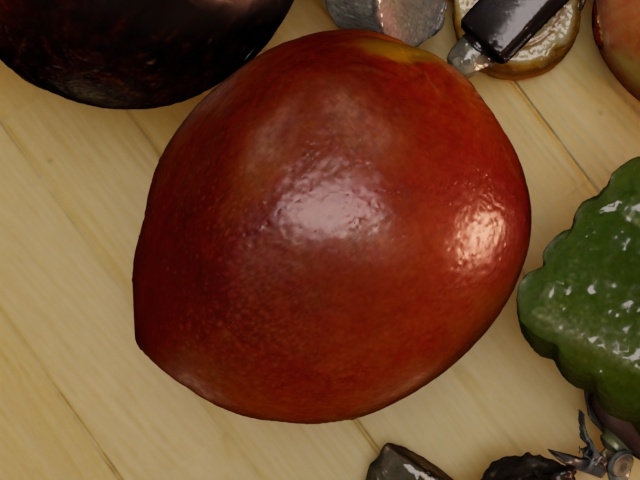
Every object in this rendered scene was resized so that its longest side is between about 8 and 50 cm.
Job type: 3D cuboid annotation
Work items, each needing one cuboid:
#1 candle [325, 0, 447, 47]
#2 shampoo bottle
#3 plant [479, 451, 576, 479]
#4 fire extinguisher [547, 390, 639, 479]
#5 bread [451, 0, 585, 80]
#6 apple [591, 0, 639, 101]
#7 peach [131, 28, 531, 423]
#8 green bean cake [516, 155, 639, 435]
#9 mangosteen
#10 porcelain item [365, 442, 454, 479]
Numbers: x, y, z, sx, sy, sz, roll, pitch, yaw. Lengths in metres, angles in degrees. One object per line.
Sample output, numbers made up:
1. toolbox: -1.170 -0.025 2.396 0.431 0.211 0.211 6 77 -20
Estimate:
1. candle: 0.061 -0.262 1.151 0.068 0.168 0.192 21 84 36
2. shampoo bottle: 0.162 -0.198 1.168 0.207 0.057 0.063 -45 83 3
3. plant: 0.191 0.287 1.152 0.131 0.142 0.203 -28 109 -24
4. fire extinguisher: 0.312 0.110 1.193 0.269 0.105 0.105 -44 87 -2
5. bread: 0.175 -0.220 1.229 0.122 0.073 0.149 4 86 2
6. apple: 0.336 -0.201 1.183 0.209 0.164 0.209 0 83 1
7. peach: 0.000 0.000 1.104 0.332 0.308 0.308 -37 87 -5
8. green bean cake: 0.304 0.056 1.101 0.248 0.125 0.222 43 88 18
9. mangosteen: -0.167 -0.253 1.092 0.330 0.330 0.330 0 86 0
10. porcelain item: 0.033 0.284 1.205 0.081 0.069 0.216 33 92 -2
